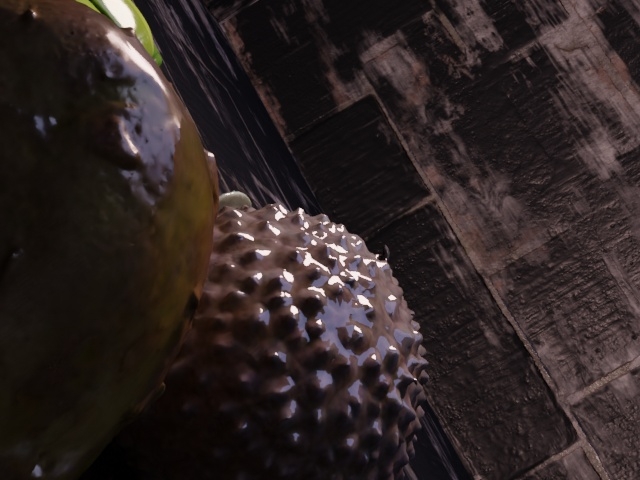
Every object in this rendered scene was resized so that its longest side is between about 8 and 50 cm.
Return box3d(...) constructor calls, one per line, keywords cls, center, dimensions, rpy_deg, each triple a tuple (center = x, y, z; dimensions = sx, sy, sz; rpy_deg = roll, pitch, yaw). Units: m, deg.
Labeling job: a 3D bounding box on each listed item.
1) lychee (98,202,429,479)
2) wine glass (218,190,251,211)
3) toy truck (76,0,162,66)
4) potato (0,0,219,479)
box3d(cls="lychee", center=(-0.053, 0.119, 0.848), dimensions=(0.300, 0.300, 0.300), rpy_deg=(57, 6, -10))
box3d(cls="wine glass", center=(0.000, 0.000, 1.526), dimensions=(0.309, 0.264, 0.096), rpy_deg=(47, 4, 34))
box3d(cls="toy truck", center=(-0.250, -0.162, 1.002), dimensions=(0.148, 0.187, 0.210), rpy_deg=(51, 8, -17))
box3d(cls="potato", center=(-0.170, -0.002, 0.641), dimensions=(0.289, 0.237, 0.301), rpy_deg=(55, 7, -30))
